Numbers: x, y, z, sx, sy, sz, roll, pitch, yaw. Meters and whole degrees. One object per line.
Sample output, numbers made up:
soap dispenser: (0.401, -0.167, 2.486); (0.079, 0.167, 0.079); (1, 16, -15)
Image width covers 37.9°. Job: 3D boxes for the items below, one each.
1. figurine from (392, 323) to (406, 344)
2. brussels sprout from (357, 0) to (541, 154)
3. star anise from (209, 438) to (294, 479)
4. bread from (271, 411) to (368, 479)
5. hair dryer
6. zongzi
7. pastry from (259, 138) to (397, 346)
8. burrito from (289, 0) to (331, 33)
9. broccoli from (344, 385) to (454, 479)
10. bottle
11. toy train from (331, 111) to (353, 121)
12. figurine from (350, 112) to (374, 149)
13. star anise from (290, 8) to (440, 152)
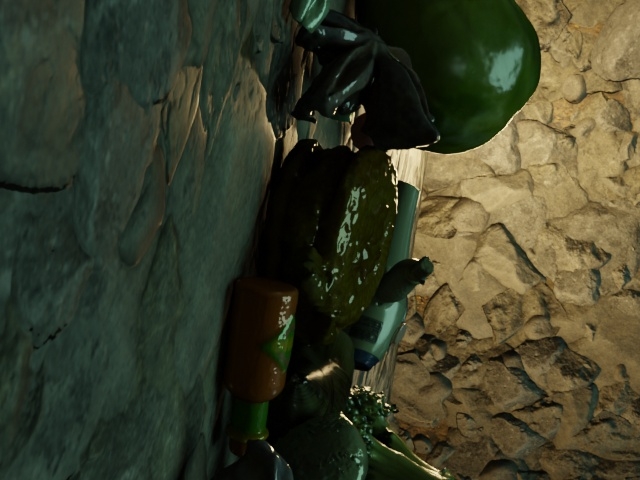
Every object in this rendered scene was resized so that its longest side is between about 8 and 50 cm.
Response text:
figurine: (0.086, 0.048, 1.547); (0.162, 0.141, 0.237); (50, 50, -71)
brussels sprout: (0.192, -0.287, 1.410); (0.344, 0.268, 0.344); (-11, 90, -74)
star anise: (-0.096, 0.354, 0.823); (0.316, 0.139, 0.359); (78, 33, -68)
bread: (-0.037, 0.292, 1.005); (0.064, 0.172, 0.232); (33, 65, -46)
hair dryer: (0.112, 0.013, 1.366); (0.298, 0.119, 0.296); (123, -16, -49)
zongzi: (-0.014, 0.148, 1.122); (0.242, 0.112, 0.221); (98, 10, -48)
pastry: (0.000, 0.000, 1.101); (0.240, 0.132, 0.235); (72, 37, -56)
burrito: (-0.007, -0.277, 0.986); (0.074, 0.044, 0.118); (25, 71, -84)
broccoli: (0.067, 0.386, 1.549); (0.235, 0.260, 0.288); (-42, 148, 2)
bottle: (-0.067, 0.134, 0.968); (0.069, 0.069, 0.187); (-42, 142, -74)
toy train: (0.033, -0.222, 1.261); (0.122, 0.050, 0.081); (87, 23, -56)
figurine: (0.081, -0.175, 1.520); (0.083, 0.067, 0.071); (-40, -146, 41)
star anise: (0.047, -0.179, 1.069); (0.110, 0.198, 0.257); (-47, -161, 25)
